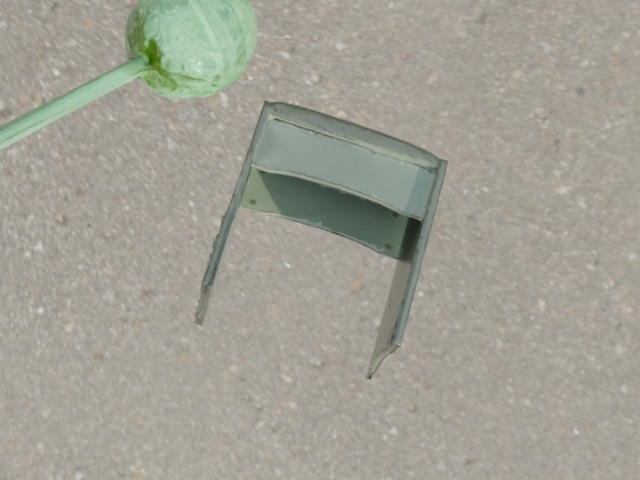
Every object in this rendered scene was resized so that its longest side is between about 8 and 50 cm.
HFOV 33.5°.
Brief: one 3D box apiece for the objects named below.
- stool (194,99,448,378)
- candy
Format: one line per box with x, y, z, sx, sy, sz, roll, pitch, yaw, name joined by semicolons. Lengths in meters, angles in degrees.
0.000;0.000;1.342;0.243;0.170;0.270;18;66;-2;stool
-0.224;-0.113;0.912;0.440;0.119;0.119;-38;119;-34;candy
